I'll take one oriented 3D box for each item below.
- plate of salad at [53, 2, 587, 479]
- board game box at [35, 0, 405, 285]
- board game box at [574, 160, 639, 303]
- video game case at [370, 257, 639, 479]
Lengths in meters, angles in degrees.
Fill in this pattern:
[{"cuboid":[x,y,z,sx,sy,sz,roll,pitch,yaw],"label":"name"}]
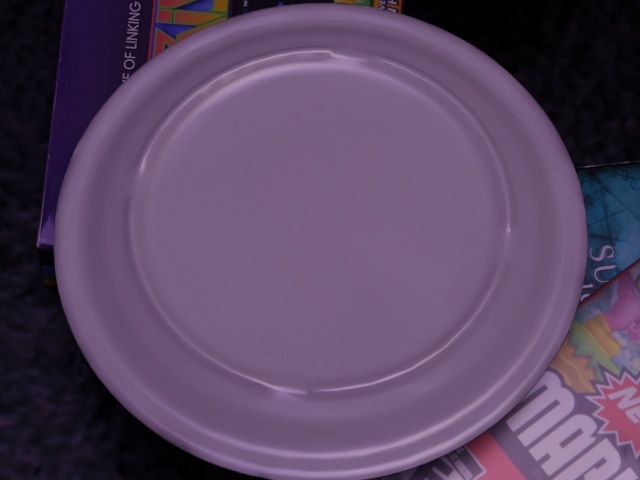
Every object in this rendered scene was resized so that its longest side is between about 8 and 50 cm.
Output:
[{"cuboid":[0.000,0.000,0.750,0.200,0.048,0.199,0,63,1],"label":"plate of salad"},{"cuboid":[-0.038,-0.063,0.819,0.141,0.048,0.170,4,70,-3],"label":"board game box"},{"cuboid":[0.159,0.056,0.801,0.126,0.026,0.186,-7,71,-6],"label":"board game box"},{"cuboid":[0.178,0.092,0.761,0.285,0.025,0.204,-35,76,-15],"label":"video game case"}]
